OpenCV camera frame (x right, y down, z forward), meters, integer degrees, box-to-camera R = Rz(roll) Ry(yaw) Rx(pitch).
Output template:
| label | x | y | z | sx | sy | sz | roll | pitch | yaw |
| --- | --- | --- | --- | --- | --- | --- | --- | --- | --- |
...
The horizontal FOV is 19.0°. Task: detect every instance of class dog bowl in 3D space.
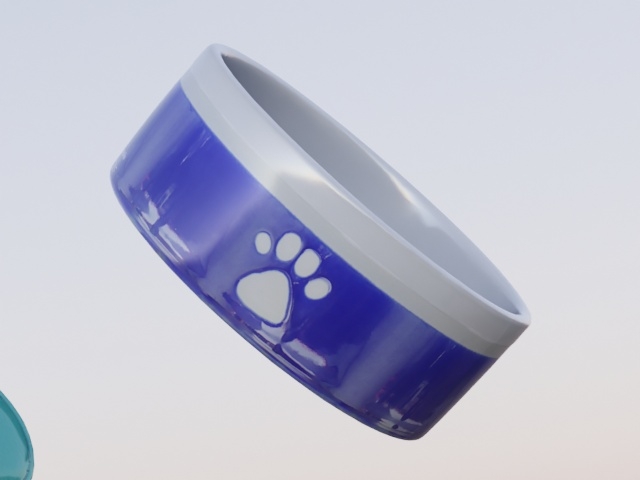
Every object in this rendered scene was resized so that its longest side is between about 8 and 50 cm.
| label | x | y | z | sx | sy | sz | roll | pitch | yaw |
| --- | --- | --- | --- | --- | --- | --- | --- | --- | --- |
| dog bowl | 0.000 | 0.000 | 1.196 | 0.104 | 0.265 | 0.265 | -49 | -23 | 9 |

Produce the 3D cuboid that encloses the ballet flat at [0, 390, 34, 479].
| label | x | y | z | sx | sy | sz | roll | pitch | yaw |
| --- | --- | --- | --- | --- | --- | --- | --- | --- | --- |
| ballet flat | -0.270 | 0.063 | 0.832 | 0.106 | 0.108 | 0.316 | -29 | -41 | 30 |
